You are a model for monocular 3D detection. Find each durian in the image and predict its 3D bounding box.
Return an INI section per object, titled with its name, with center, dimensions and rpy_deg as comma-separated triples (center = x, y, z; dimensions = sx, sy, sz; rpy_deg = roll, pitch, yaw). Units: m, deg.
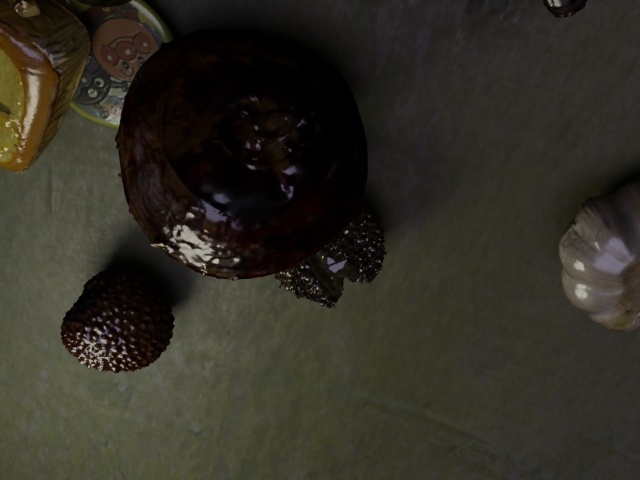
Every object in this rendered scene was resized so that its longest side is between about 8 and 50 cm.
[durian]
center = 0.000, 0.000, 1.258
dimensions = 0.196, 0.167, 0.196
rpy_deg = 1, 98, 6

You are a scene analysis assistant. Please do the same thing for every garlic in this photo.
[garlic]
center = 0.443, 0.015, 1.169
dimensions = 0.228, 0.152, 0.227
rpy_deg = 2, 117, 4

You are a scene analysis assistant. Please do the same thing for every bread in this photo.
[bread]
center = -0.433, -0.223, 1.170
dimensions = 0.152, 0.119, 0.288
rpy_deg = 37, 137, -5

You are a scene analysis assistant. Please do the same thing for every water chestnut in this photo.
[water chestnut]
center = -0.102, -0.109, 1.125
dimensions = 0.350, 0.302, 0.350
rpy_deg = 0, 85, -2

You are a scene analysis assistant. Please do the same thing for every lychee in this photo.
[lychee]
center = -0.337, 0.140, 1.392
dimensions = 0.188, 0.188, 0.188
rpy_deg = 5, 124, 8

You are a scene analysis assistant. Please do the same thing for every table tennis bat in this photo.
[table tennis bat]
center = -0.344, -0.310, 1.164
dimensions = 0.224, 0.054, 0.368
rpy_deg = -24, 117, 31

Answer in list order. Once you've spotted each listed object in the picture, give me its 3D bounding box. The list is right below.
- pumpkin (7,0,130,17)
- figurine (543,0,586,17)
[pumpkin]
center = -0.353, -0.388, 1.018
dimensions = 0.317, 0.139, 0.221
rpy_deg = 16, 101, -11
[figurine]
center = 0.249, -0.440, 0.920
dimensions = 0.218, 0.206, 0.365
rpy_deg = -2, 151, 38
